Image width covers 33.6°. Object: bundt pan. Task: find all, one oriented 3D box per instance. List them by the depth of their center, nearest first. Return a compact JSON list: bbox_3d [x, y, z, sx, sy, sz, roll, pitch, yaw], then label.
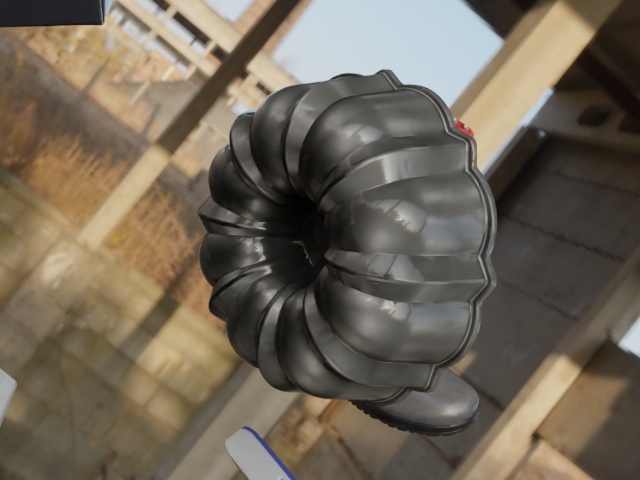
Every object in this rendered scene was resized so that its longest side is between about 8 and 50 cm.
[{"bbox_3d":[0.000,0.000,0.996,0.124,0.331,0.331,-3,31,-44],"label":"bundt pan"}]

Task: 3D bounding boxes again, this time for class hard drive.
[{"bbox_3d":[0.012,0.364,1.178,0.210,0.040,0.319,40,-19,45],"label":"hard drive"}]

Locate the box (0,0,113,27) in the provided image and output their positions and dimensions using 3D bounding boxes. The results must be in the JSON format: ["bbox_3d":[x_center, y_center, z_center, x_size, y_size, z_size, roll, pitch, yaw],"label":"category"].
[{"bbox_3d":[-0.364,-0.344,1.123,0.294,0.183,0.296,-3,28,-2],"label":"box"}]

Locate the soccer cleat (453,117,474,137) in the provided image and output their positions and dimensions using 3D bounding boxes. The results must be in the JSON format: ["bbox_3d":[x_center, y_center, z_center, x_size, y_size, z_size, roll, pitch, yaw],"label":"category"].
[{"bbox_3d":[0.127,-0.118,1.157,0.083,0.029,0.035,10,-21,14],"label":"soccer cleat"}]

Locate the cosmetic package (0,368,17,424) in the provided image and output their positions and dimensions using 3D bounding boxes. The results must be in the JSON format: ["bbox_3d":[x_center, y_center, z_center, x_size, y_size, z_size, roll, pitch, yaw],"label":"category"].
[{"bbox_3d":[-0.331,0.175,0.670,0.138,0.224,0.225,42,11,-16],"label":"cosmetic package"}]

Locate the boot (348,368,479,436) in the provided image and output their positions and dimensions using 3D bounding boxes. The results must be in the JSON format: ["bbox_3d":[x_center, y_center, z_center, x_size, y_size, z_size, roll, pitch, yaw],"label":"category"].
[{"bbox_3d":[0.067,0.078,1.304,0.338,0.223,0.118,29,34,21],"label":"boot"}]
